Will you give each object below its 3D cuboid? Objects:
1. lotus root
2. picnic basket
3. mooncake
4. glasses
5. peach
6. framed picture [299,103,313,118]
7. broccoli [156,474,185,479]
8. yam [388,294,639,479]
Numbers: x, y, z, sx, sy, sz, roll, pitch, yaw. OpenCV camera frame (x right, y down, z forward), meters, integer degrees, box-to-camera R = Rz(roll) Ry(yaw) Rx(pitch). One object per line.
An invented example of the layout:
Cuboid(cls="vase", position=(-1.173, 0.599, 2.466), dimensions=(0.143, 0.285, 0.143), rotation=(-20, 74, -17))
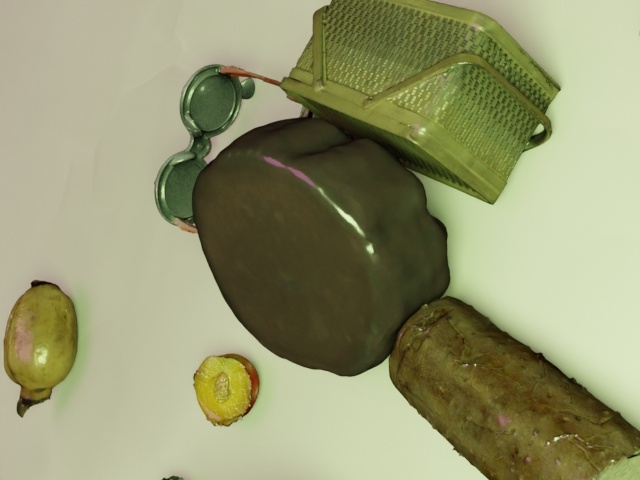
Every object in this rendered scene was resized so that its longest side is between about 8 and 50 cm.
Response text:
Cuboid(cls="lotus root", position=(-0.454, 0.175, 1.635), dimensions=(0.125, 0.118, 0.221), rotation=(132, 140, -74))
Cuboid(cls="picnic basket", position=(0.103, -0.159, 1.065), dimensions=(0.266, 0.165, 0.139), rotation=(30, 89, 47))
Cuboid(cls="mooncake", position=(0.000, 0.000, 1.079), dimensions=(0.283, 0.141, 0.283), rotation=(23, 133, 27))
Cuboid(cls="glasses", position=(-0.099, -0.104, 1.318), dimensions=(0.268, 0.118, 0.234), rotation=(22, 94, 50))
Cuboid(cls="peach", position=(-0.111, 0.188, 1.289), dimensions=(0.098, 0.061, 0.098), rotation=(4, 97, 33))
Cuboid(cls="framed picture", position=(-0.006, -0.187, 1.234), dimensions=(0.183, 0.011, 0.142), rotation=(-89, 16, -87))
Cuboid(cls="broccoli", position=(-0.190, 0.361, 1.304), dimensions=(0.095, 0.091, 0.097), rotation=(-148, 59, -61))
Cuboid(cls="yam", position=(0.176, 0.162, 0.929), dimensions=(0.279, 0.131, 0.131), rotation=(39, 108, 48))
